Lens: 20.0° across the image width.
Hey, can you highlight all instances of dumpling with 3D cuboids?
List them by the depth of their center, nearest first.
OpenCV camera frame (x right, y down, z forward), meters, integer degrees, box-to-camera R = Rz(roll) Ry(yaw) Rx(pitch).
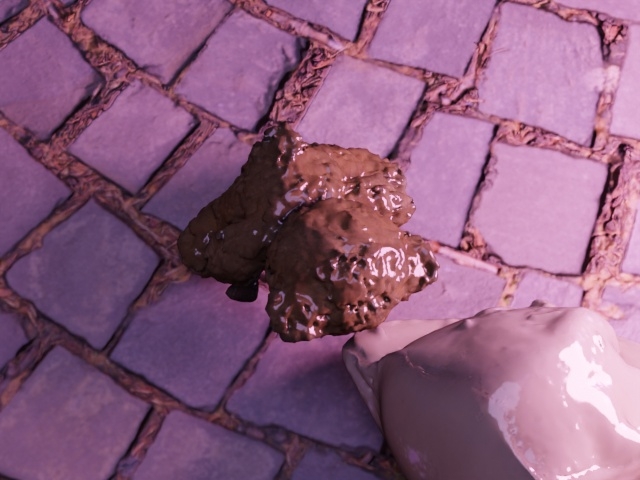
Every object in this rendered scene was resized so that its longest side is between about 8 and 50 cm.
[{"bbox_3d":[0.216,0.166,1.816,0.316,0.233,0.395,-18,28,-39],"label":"dumpling"}]

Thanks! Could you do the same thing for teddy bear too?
[{"bbox_3d":[0.000,0.000,1.905,0.267,0.156,0.256,-25,53,-11],"label":"teddy bear"}]
